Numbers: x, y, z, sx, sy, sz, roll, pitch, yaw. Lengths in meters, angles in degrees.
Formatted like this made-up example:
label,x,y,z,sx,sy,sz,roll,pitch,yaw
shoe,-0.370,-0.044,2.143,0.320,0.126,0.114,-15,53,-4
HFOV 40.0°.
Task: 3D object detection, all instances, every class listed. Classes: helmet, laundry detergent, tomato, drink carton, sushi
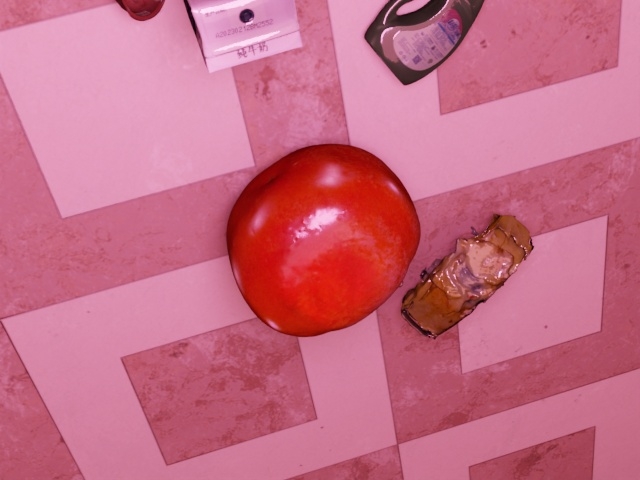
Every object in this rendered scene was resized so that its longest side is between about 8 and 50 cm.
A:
label,x,y,z,sx,sy,sz,roll,pitch,yaw
helmet,-0.263,-0.368,1.227,0.089,0.057,0.111,-30,133,-43
laundry detergent,0.178,-0.351,1.377,0.211,0.063,0.137,-40,121,13
tomato,0.000,0.000,1.449,0.325,0.293,0.290,-35,114,15
drink carton,-0.117,-0.331,1.194,0.134,0.222,0.101,-16,128,-6
sushi,0.267,0.057,1.677,0.139,0.131,0.291,41,114,-12
